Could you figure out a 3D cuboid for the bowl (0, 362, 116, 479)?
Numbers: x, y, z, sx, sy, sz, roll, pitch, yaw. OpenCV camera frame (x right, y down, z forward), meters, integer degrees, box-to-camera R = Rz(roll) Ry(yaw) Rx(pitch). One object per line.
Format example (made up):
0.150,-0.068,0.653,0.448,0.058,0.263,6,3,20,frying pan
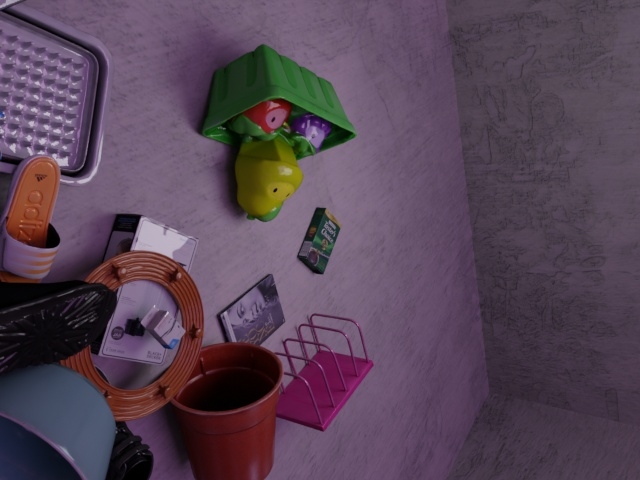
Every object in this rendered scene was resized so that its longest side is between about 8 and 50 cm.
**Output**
-0.471,0.321,0.908,0.163,0.312,0.311,-65,144,-56,bowl

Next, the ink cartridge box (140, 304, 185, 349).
-0.313,0.173,1.087,0.048,0.028,0.083,-60,135,-35,ink cartridge box

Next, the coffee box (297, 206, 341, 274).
0.000,0.000,1.715,0.113,0.040,0.184,47,57,-46,coffee box

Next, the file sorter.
-0.016,0.367,1.599,0.291,0.202,0.182,-41,124,-45,file sorter

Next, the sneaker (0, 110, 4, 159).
-0.522,-0.113,0.813,0.081,0.080,0.211,7,89,-54,sneaker

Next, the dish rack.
-0.524,-0.253,0.923,0.333,0.072,0.285,11,84,-54,dish rack

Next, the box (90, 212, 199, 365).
-0.380,0.104,1.153,0.169,0.087,0.290,27,72,-52,box

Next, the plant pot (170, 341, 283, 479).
-0.216,0.427,1.292,0.272,0.272,0.265,-29,125,-49,plant pot

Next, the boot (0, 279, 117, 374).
-0.515,0.077,0.843,0.131,0.260,0.348,-61,163,13,boot

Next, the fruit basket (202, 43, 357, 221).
-0.104,-0.243,1.378,0.392,0.283,0.392,29,53,-47,fruit basket

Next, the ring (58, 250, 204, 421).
-0.353,0.188,1.083,0.337,0.032,0.336,-1,91,-54,ring

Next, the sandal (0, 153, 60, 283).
-0.495,-0.014,0.930,0.102,0.076,0.265,-2,117,-51,sandal

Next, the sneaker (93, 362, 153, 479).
-0.413,0.377,1.087,0.104,0.147,0.295,-29,115,-48,sneaker

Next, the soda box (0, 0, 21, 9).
-0.506,-0.379,0.794,0.286,0.091,0.098,-53,132,-39,soda box

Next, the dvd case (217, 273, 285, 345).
-0.183,0.215,1.502,0.221,0.018,0.164,-39,124,-46,dvd case
